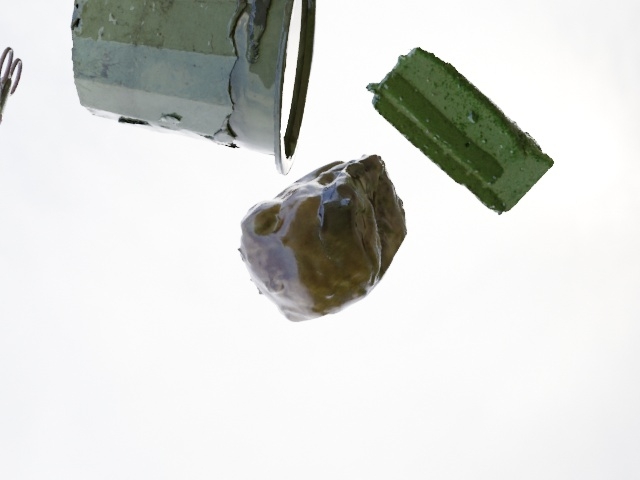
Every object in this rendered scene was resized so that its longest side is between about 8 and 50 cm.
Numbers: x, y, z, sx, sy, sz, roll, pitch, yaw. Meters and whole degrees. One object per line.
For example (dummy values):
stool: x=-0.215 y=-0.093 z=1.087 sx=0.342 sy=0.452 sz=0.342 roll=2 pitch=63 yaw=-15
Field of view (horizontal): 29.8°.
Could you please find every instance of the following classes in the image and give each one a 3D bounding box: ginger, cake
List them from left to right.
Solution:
ginger: x=0.002 y=0.003 z=1.793 sx=0.201 sy=0.223 sz=0.269 roll=67 pitch=-158 yaw=-14
cake: x=0.166 y=-0.126 z=1.404 sx=0.235 sy=0.100 sz=0.099 roll=33 pitch=-164 yaw=-39

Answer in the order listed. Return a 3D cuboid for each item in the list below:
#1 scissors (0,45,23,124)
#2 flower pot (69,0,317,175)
scissors: x=-0.430 y=-0.167 z=1.590 sx=0.085 sy=0.022 sz=0.176 roll=93 pitch=-168 yaw=-80
flower pot: x=-0.112 y=-0.169 z=1.084 sx=0.212 sy=0.202 sz=0.212 roll=4 pitch=-90 yaw=-87
